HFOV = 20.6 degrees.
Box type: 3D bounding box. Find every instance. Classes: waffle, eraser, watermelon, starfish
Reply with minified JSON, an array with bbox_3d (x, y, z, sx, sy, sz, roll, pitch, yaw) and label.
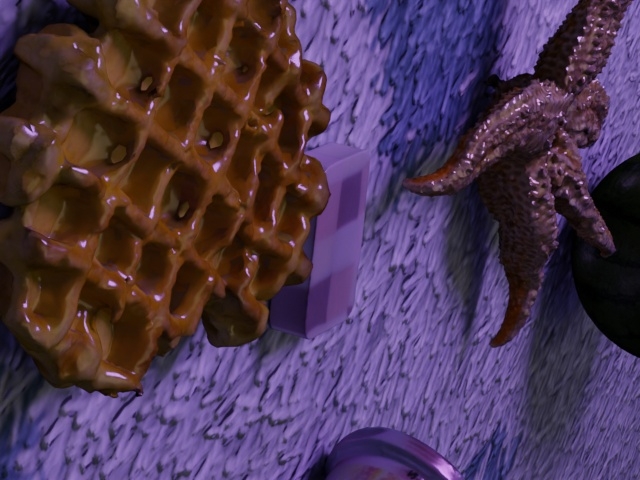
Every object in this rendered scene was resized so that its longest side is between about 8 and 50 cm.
[{"bbox_3d":[-0.071,-0.025,0.816,0.253,0.056,0.249,-52,146,-41],"label":"waffle"},{"bbox_3d":[0.000,0.000,1.007,0.065,0.026,0.105,-28,129,-60],"label":"eraser"},{"bbox_3d":[0.290,0.010,1.435,0.188,0.214,0.188,-11,111,-30],"label":"watermelon"},{"bbox_3d":[0.164,-0.079,1.230,0.301,0.084,0.293,-60,155,-21],"label":"starfish"}]

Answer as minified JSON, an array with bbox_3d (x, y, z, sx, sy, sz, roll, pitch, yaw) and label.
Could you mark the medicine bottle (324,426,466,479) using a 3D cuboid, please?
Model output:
[{"bbox_3d":[-0.052,0.277,0.971,0.426,0.108,0.108,-48,144,-41],"label":"medicine bottle"}]
